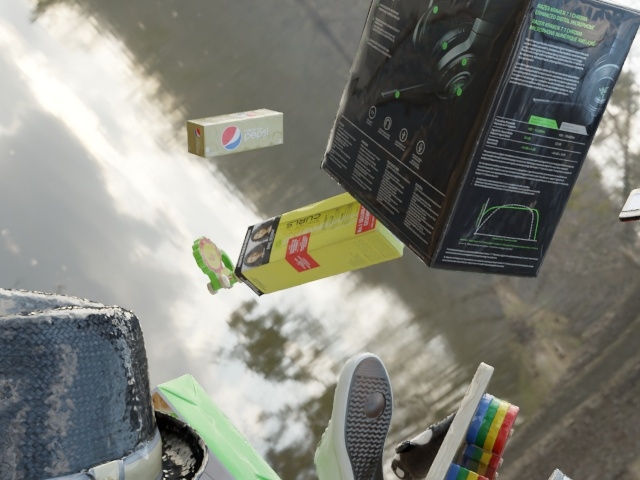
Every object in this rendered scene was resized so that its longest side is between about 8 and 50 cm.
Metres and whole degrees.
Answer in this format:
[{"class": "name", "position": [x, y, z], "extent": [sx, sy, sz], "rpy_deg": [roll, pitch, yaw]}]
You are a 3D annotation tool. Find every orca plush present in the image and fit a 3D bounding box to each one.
[{"class": "orca plush", "position": [0.255, 0.417, 1.869], "extent": [0.151, 0.287, 0.102], "rpy_deg": [19, 40, -54]}]

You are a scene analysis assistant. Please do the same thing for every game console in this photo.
[{"class": "game console", "position": [0.636, -0.106, 1.818], "extent": [0.144, 0.124, 0.085], "rpy_deg": [-43, 118, -51]}]

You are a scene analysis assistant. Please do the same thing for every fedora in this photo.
[{"class": "fedora", "position": [-0.249, 0.120, 0.746], "extent": [0.334, 0.334, 0.152], "rpy_deg": [-36, 129, -82]}]

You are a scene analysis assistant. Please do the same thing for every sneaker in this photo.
[{"class": "sneaker", "position": [0.034, 0.298, 1.447], "extent": [0.106, 0.290, 0.123], "rpy_deg": [-10, 20, -38]}]

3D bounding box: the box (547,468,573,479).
[{"class": "box", "position": [0.349, 0.460, 1.482], "extent": [0.078, 0.147, 0.180], "rpy_deg": [34, 18, 14]}]

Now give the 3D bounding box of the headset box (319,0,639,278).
[{"class": "headset box", "position": [0.141, -0.146, 0.917], "extent": [0.131, 0.283, 0.246], "rpy_deg": [6, 22, -30]}]

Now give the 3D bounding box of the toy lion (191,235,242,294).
[{"class": "toy lion", "position": [-0.173, 0.037, 1.557], "extent": [0.096, 0.034, 0.100], "rpy_deg": [64, 19, 3]}]

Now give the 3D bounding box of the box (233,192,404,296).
[{"class": "box", "position": [0.000, 0.000, 1.196], "extent": [0.058, 0.232, 0.087], "rpy_deg": [44, 46, -35]}]

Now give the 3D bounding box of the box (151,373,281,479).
[{"class": "box", "position": [-0.218, 0.386, 1.482], "extent": [0.262, 0.231, 0.127], "rpy_deg": [48, 13, 12]}]

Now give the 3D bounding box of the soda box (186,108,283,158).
[{"class": "soda box", "position": [-0.155, -0.199, 1.752], "extent": [0.058, 0.181, 0.061], "rpy_deg": [21, -62, 46]}]

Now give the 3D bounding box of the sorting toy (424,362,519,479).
[{"class": "sorting toy", "position": [0.240, 0.378, 1.551], "extent": [0.089, 0.257, 0.255], "rpy_deg": [22, -39, 17]}]
